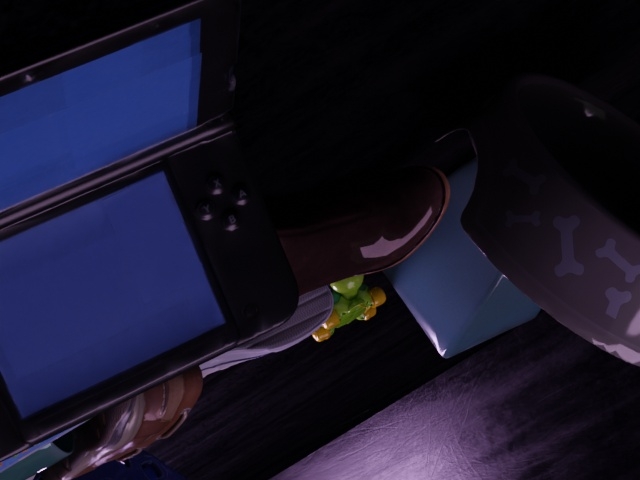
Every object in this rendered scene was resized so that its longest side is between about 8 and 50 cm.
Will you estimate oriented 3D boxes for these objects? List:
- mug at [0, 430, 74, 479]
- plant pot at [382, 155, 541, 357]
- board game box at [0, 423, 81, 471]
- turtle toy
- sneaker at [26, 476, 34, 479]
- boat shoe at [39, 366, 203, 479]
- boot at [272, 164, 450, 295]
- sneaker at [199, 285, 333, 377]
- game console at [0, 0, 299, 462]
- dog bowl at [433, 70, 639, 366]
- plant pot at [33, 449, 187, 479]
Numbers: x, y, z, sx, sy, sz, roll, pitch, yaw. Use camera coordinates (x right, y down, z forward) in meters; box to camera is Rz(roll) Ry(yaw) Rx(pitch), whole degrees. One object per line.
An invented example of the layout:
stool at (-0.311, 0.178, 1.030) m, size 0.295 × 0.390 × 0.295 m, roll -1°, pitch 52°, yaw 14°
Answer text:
mug at (-0.299, 0.165, 1.140) m, size 0.097 × 0.129 × 0.158 m, roll -29°, pitch 165°, yaw -2°
plant pot at (0.208, -0.007, 1.490) m, size 0.165 × 0.165 × 0.234 m, roll -20°, pitch 155°, yaw -32°
board game box at (-0.245, 0.104, 1.001) m, size 0.211 × 0.160 × 0.039 m, roll -30°, pitch 131°, yaw 4°
turtle toy at (0.029, 0.071, 1.571) m, size 0.095 × 0.066 × 0.130 m, roll -24°, pitch 163°, yaw -22°
sneaker at (-0.453, 0.284, 1.279) m, size 0.366 × 0.135 × 0.150 m, roll -46°, pitch 152°, yaw 22°
boat shoe at (-0.215, 0.177, 1.255) m, size 0.116 × 0.123 × 0.324 m, roll -6°, pitch 171°, yaw -31°
boot at (0.000, 0.000, 1.234) m, size 0.248 × 0.090 × 0.207 m, roll -31°, pitch 168°, yaw 20°
sneaker at (-0.112, 0.101, 1.391) m, size 0.258 × 0.094 × 0.091 m, roll -17°, pitch 172°, yaw -11°
game console at (-0.158, 0.003, 0.818) m, size 0.293 × 0.250 × 0.173 m, roll -25°, pitch -169°, yaw -16°
dog bowl at (0.277, -0.032, 1.208) m, size 0.348 × 0.349 × 0.102 m, roll -8°, pitch 142°, yaw -54°
plant pot at (-0.320, 0.342, 1.436) m, size 0.236 × 0.212 × 0.236 m, roll -38°, pitch -170°, yaw 30°
